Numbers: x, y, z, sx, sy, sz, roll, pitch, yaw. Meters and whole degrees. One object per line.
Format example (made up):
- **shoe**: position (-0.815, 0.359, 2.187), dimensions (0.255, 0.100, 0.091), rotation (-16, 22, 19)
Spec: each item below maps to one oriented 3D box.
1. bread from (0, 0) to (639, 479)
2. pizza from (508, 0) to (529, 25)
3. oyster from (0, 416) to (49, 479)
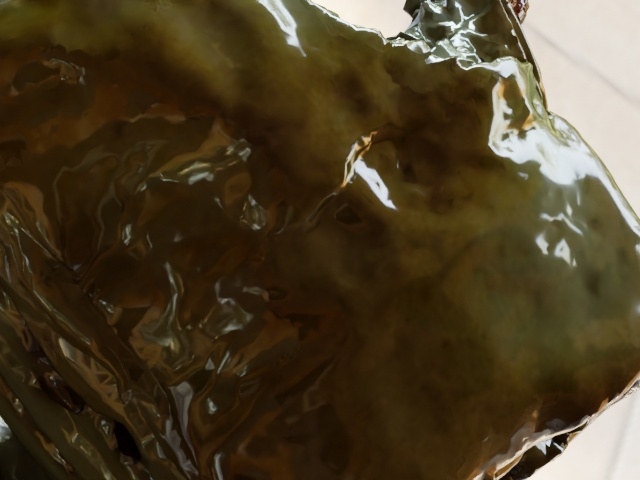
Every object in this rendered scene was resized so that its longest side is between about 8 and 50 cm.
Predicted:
- **bread**: position (0.000, 0.000, 0.866), dimensions (0.314, 0.191, 0.370), rotation (-37, 112, -27)
- **pizza**: position (0.105, -0.153, 1.086), dimensions (0.029, 0.099, 0.100), rotation (25, 7, 15)
- **oyster**: position (-0.178, 0.160, 0.811), dimensions (0.162, 0.107, 0.232), rotation (-1, 60, -1)
